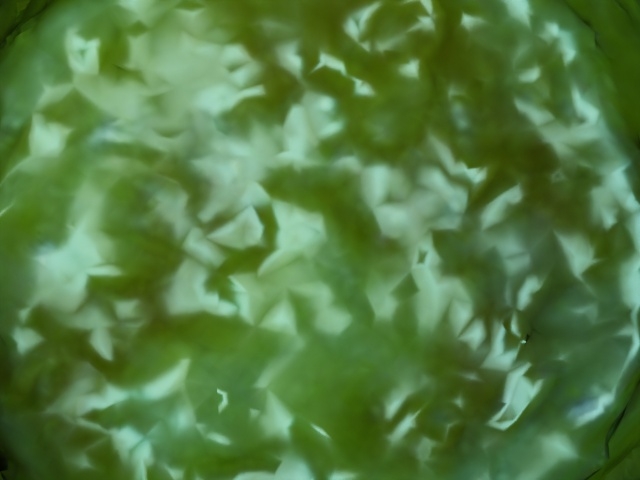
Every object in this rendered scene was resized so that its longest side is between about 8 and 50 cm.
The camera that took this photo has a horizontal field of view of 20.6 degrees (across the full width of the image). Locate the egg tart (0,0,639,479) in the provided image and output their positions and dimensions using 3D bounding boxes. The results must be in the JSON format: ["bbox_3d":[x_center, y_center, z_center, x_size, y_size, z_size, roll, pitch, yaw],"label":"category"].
[{"bbox_3d":[0.000,0.000,0.442,0.294,0.123,0.294,0,95,0],"label":"egg tart"}]
